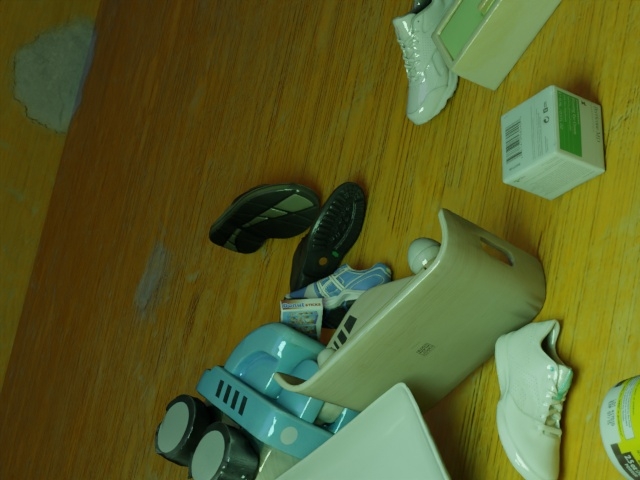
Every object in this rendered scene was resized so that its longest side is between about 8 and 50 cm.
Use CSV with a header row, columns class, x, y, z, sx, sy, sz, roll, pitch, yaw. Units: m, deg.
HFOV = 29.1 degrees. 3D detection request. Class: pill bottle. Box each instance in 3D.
class,x,y,z,sx,sy,sz,roll,pitch,yaw
pill bottle,0.387,0.169,1.209,0.215,0.117,0.117,-32,49,50

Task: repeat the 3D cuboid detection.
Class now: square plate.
class,x,y,z,sx,sy,sz,roll,pitch,yaw
square plate,0.088,0.404,1.566,0.347,0.049,0.344,-44,61,40

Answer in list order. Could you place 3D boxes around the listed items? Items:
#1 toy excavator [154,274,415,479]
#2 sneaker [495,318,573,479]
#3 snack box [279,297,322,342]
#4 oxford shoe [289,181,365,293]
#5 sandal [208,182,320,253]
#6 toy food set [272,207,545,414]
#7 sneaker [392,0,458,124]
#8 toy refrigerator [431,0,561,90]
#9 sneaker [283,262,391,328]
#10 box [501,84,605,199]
class,x,y,z,sx,sy,sz,roll,pitch,yaw
toy excavator,0.000,0.198,1.796,0.433,0.222,0.445,21,84,60
sneaker,0.264,0.187,1.464,0.094,0.080,0.212,-32,46,34
snack box,-0.032,0.147,1.912,0.178,0.064,0.022,95,172,-55
oxford shoe,0.000,0.000,2.004,0.227,0.083,0.096,-64,28,14
sandal,-0.108,-0.055,2.193,0.303,0.120,0.086,-22,42,55
toy food set,0.114,0.104,1.546,0.306,0.220,0.092,-45,48,20
sneaker,0.151,-0.292,1.869,0.090,0.115,0.232,-7,69,59
toy refrigerator,0.270,-0.354,1.722,0.269,0.094,0.102,-54,33,28
sneaker,0.031,0.085,1.909,0.211,0.080,0.081,-7,56,40
box,0.293,-0.122,1.561,0.102,0.087,0.101,-31,49,49
